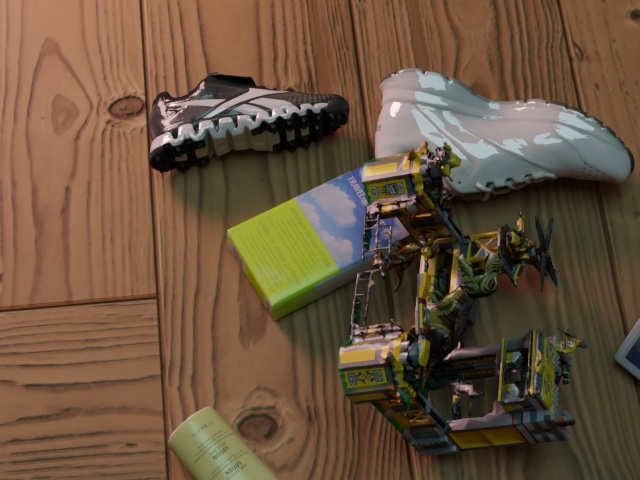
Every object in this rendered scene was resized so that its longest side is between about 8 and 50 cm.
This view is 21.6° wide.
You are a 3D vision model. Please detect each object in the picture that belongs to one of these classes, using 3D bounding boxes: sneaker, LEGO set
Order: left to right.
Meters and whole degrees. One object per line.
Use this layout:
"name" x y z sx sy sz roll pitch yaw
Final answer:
"sneaker" -0.087 -0.151 1.895 0.234 0.078 0.106 -12 65 -4
"LEGO set" 0.159 0.058 1.681 0.192 0.255 0.331 -10 46 25
"sneaker" 0.200 -0.097 1.869 0.297 0.111 0.129 13 78 11

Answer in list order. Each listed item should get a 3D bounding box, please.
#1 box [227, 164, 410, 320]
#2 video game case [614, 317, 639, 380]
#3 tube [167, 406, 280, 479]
"box" 0.000 0.000 1.833 0.178 0.042 0.109 -26 66 -14
"video game case" 0.489 0.089 1.652 0.300 0.329 0.036 40 34 19
"tube" -0.056 0.272 1.680 0.240 0.062 0.070 48 112 17
